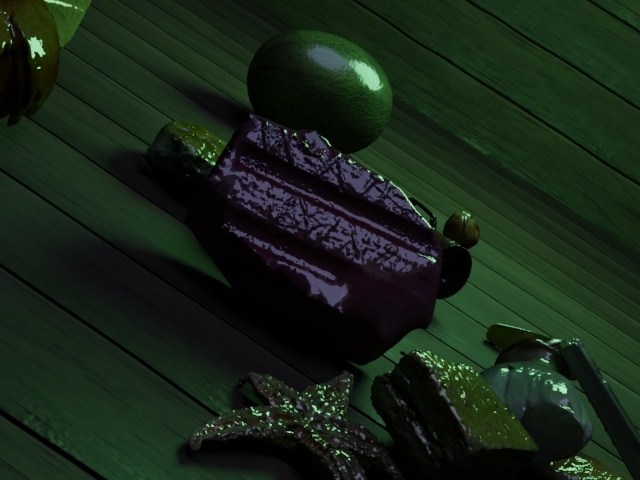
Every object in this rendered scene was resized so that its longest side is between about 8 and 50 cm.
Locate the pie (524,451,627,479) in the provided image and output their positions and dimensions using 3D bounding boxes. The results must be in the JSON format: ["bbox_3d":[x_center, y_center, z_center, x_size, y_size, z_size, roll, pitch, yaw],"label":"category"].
[{"bbox_3d":[0.370,0.332,1.281,0.282,0.068,0.128,34,15,19],"label":"pie"}]

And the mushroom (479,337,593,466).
[{"bbox_3d":[0.267,0.207,1.333,0.159,0.122,0.328,15,10,15],"label":"mushroom"}]

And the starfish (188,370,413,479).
[{"bbox_3d":[-0.001,0.197,1.019,0.231,0.048,0.295,40,19,24],"label":"starfish"}]

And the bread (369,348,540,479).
[{"bbox_3d":[0.137,0.198,1.118,0.138,0.102,0.196,52,13,29],"label":"bread"}]

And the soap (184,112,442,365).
[{"bbox_3d":[0.000,0.000,1.295,0.324,0.127,0.220,28,62,-6],"label":"soap"}]

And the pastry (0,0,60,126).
[{"bbox_3d":[-0.491,-0.281,1.310,0.356,0.164,0.356,29,23,-13],"label":"pastry"}]

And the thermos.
[{"bbox_3d":[0.148,0.001,1.731,0.099,0.124,0.232,24,11,-37],"label":"thermos"}]

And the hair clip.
[{"bbox_3d":[0.354,0.177,1.711,0.188,0.060,0.033,22,2,-19],"label":"hair clip"}]

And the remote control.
[{"bbox_3d":[0.402,0.257,1.401,0.285,0.038,0.123,60,12,9],"label":"remote control"}]

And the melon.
[{"bbox_3d":[-0.005,-0.294,2.084,0.301,0.238,0.237,20,20,-28],"label":"melon"}]

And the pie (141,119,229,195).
[{"bbox_3d":[-0.089,-0.050,1.519,0.371,0.078,0.296,44,20,29],"label":"pie"}]

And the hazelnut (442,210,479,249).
[{"bbox_3d":[0.283,-0.020,2.100,0.086,0.086,0.086,30,17,-10],"label":"hazelnut"}]

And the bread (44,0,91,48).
[{"bbox_3d":[-0.525,-0.453,1.645,0.279,0.207,0.279,37,16,18],"label":"bread"}]
